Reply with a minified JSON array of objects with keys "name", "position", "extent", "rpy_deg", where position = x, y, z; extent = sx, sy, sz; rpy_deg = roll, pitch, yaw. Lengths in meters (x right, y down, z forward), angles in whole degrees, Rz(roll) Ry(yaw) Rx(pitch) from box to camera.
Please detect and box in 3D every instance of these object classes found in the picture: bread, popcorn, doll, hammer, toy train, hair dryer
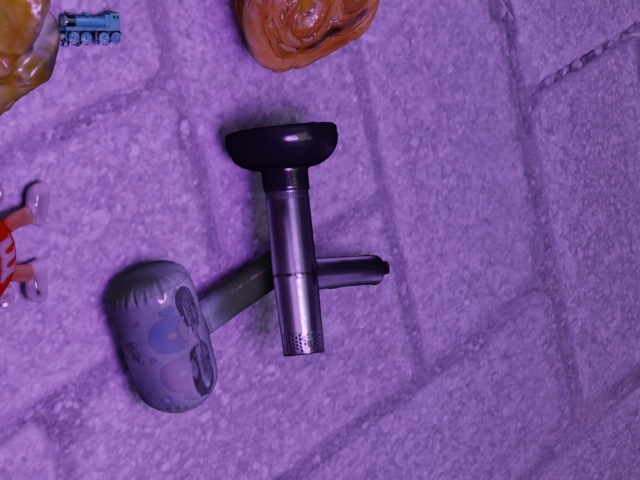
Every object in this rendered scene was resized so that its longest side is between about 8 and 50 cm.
[{"name":"bread","position":[-0.016,-0.337,2.070],"extent":[0.236,0.120,0.198],"rpy_deg":[-31,140,-28]},{"name":"popcorn","position":[-0.420,-0.211,1.678],"extent":[0.276,0.225,0.276],"rpy_deg":[-28,132,-37]},{"name":"doll","position":[-0.411,0.014,1.836],"extent":[0.217,0.085,0.183],"rpy_deg":[-11,108,-51]},{"name":"hammer","position":[-0.140,0.083,2.101],"extent":[0.335,0.119,0.206],"rpy_deg":[-35,122,-41]},{"name":"toy train","position":[-0.291,-0.268,1.920],"extent":[0.092,0.029,0.045],"rpy_deg":[-6,97,-41]},{"name":"hair dryer","position":[-0.016,-0.014,2.162],"extent":[0.284,0.156,0.320],"rpy_deg":[-30,112,-73]}]
